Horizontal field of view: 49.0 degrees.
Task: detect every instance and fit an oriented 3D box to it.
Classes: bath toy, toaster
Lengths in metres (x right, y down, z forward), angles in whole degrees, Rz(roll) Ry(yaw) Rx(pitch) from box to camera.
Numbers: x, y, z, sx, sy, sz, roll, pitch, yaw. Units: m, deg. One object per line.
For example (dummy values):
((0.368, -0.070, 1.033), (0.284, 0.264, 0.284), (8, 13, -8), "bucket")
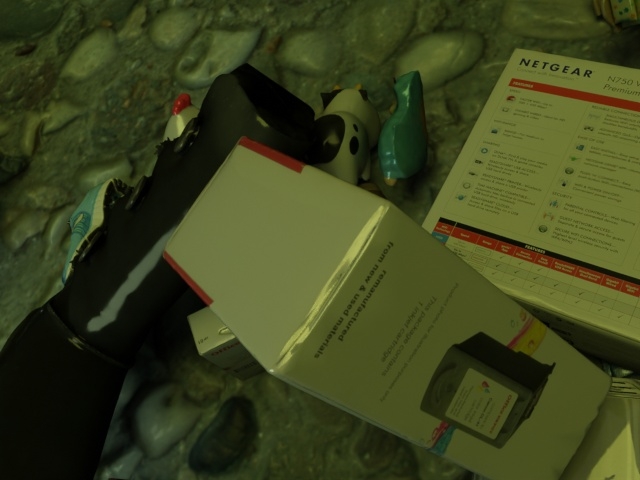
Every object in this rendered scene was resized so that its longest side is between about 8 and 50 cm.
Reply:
((-0.046, -0.133, 0.880), (0.348, 0.151, 0.129), (-2, 106, 19), "bath toy")
((0.229, 0.208, 0.652), (0.227, 0.129, 0.146), (-2, 63, 23), "toaster")

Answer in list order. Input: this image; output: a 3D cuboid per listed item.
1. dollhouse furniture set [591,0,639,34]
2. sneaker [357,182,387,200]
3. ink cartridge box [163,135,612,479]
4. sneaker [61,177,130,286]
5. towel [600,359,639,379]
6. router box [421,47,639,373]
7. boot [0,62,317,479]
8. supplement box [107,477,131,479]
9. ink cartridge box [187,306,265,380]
((0.385, -0.233, 0.812), (0.101, 0.161, 0.182), (-29, 16, -21), "dollhouse furniture set")
((0.000, 0.000, 0.844), (0.188, 0.066, 0.071), (-30, 63, 3), "sneaker")
((0.054, 0.064, 0.572), (0.131, 0.306, 0.226), (-58, 36, -1), "ink cartridge box")
((-0.310, -0.006, 0.954), (0.073, 0.063, 0.162), (-2, 61, 35), "sneaker")
((0.413, 0.025, 0.729), (0.285, 0.034, 0.209), (-14, 63, 11), "towel")
((0.305, -0.035, 0.730), (0.335, 0.082, 0.301), (21, 71, 29), "router box")
((-0.168, 0.050, 0.693), (0.445, 0.146, 0.367), (-43, 30, 14), "boot")
((-0.091, 0.276, 0.651), (0.130, 0.239, 0.073), (3, 68, 17), "supplement box")
((-0.081, 0.105, 0.789), (0.088, 0.122, 0.052), (-26, 63, 4), "ink cartridge box")
